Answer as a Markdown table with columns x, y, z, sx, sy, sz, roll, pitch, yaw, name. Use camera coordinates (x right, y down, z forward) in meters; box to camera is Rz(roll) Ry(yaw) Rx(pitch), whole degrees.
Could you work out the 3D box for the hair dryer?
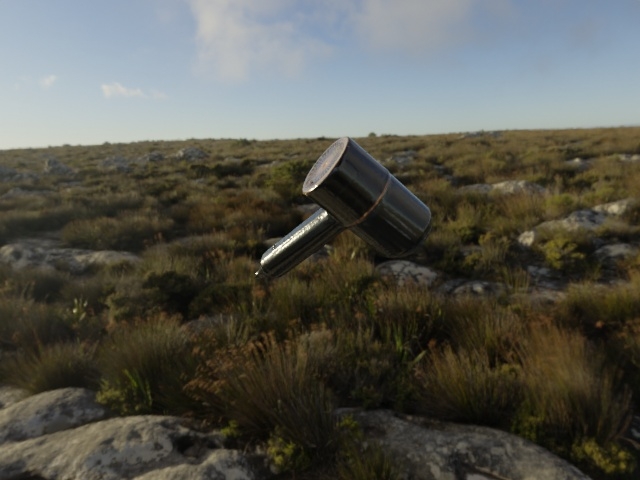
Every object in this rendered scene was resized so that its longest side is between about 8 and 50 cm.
| x | y | z | sx | sy | sz | roll | pitch | yaw | name |
| --- | --- | --- | --- | --- | --- | --- | --- | --- | --- |
| 0.000 | 0.000 | 0.696 | 0.352 | 0.189 | 0.107 | -37 | 25 | 40 | hair dryer |
